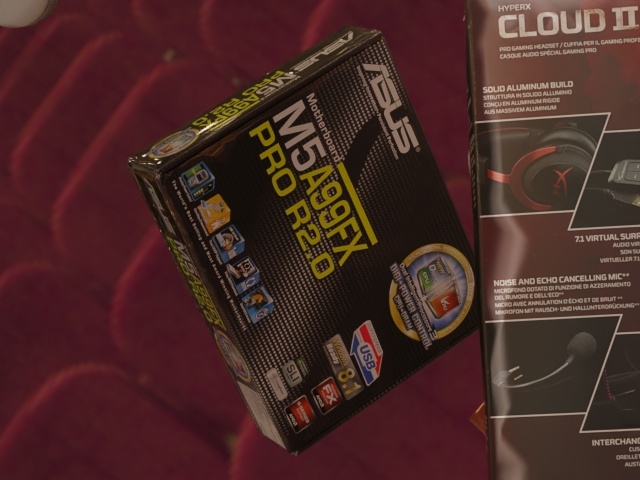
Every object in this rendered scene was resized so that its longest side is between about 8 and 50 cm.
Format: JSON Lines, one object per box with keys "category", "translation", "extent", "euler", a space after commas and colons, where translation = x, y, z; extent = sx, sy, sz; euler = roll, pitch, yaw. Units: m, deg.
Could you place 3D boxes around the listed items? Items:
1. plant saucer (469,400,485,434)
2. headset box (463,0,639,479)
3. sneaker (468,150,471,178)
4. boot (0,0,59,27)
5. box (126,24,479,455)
{"category": "plant saucer", "translation": [0.263, 0.146, 1.383], "extent": [0.258, 0.259, 0.047], "euler": [-141, 56, -81]}
{"category": "headset box", "translation": [0.133, -0.006, 0.937], "extent": [0.218, 0.110, 0.293], "euler": [33, -126, -83]}
{"category": "sneaker", "translation": [0.307, 0.002, 1.730], "extent": [0.210, 0.137, 0.366], "euler": [-27, 55, -9]}
{"category": "boot", "translation": [-0.296, -0.275, 1.419], "extent": [0.095, 0.258, 0.123], "euler": [-39, 17, 26]}
{"category": "box", "translation": [0.000, 0.000, 1.451], "extent": [0.216, 0.270, 0.060], "euler": [-32, 25, -19]}
